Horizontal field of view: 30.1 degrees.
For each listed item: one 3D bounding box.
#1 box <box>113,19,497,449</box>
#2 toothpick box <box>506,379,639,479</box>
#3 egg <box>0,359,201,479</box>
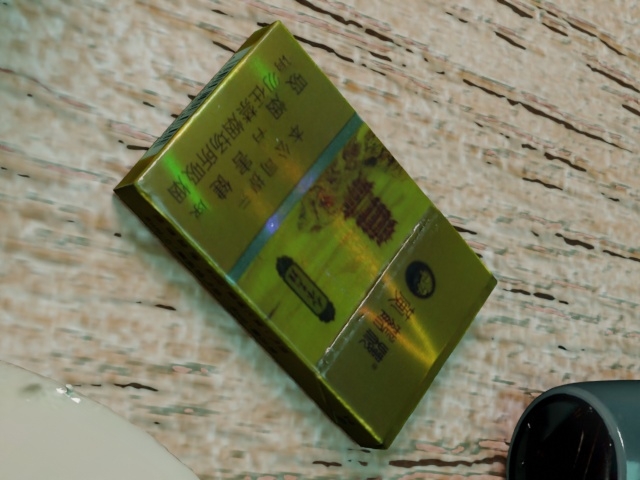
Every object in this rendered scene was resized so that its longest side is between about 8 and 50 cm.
[{"bbox_3d":[0.000,0.000,0.611,0.193,0.030,0.121,48,62,-20],"label":"box"},{"bbox_3d":[0.201,0.137,0.679,0.184,0.120,0.120,11,79,-30],"label":"toothpick box"},{"bbox_3d":[-0.159,0.199,0.371,0.337,0.201,0.337,17,44,-17],"label":"egg"}]
